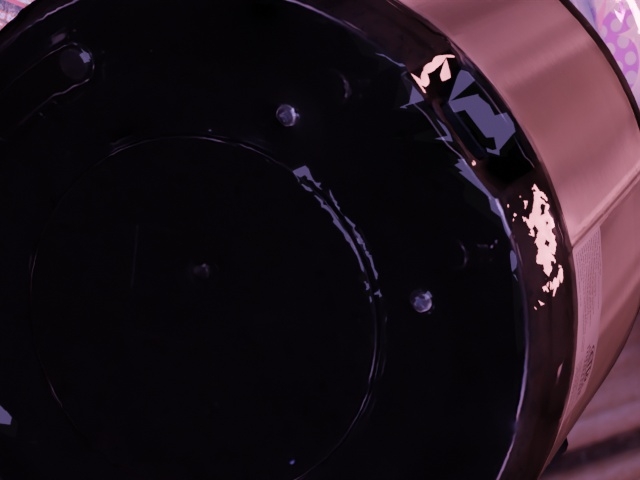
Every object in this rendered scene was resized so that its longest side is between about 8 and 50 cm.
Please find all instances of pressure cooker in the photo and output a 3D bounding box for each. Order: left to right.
[{"bbox_3d":[0.006,0.002,1.124,0.375,0.420,0.370,44,113,5],"label":"pressure cooker"}]

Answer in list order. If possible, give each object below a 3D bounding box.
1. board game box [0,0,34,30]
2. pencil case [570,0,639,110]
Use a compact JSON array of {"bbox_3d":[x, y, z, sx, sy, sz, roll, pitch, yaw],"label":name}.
[{"bbox_3d":[-0.273,-0.159,1.213,0.232,0.141,0.291,22,84,-8],"label":"board game box"},{"bbox_3d":[0.158,-0.157,1.262,0.113,0.124,0.273,-15,107,22],"label":"pencil case"}]
